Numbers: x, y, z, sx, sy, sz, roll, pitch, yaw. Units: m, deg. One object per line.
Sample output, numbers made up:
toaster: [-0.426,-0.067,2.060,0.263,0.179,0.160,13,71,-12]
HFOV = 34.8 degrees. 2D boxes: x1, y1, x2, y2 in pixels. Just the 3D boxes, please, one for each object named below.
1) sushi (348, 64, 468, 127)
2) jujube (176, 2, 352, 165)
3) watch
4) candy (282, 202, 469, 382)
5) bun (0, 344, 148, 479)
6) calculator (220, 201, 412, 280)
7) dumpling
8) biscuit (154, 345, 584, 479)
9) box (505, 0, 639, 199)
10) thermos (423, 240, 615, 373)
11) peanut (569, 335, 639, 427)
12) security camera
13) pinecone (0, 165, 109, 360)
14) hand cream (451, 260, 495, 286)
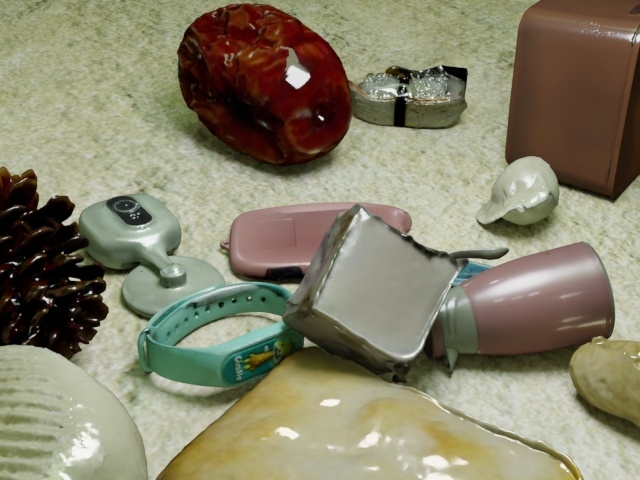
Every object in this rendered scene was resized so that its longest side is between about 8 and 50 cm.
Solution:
sushi: [0.168,-0.288,2.114,0.273,0.134,0.109,2,58,-15]
jujube: [-0.107,-0.299,1.950,0.276,0.276,0.377,-16,37,-29]
watch: [-0.134,0.127,1.414,0.237,0.068,0.195,-21,31,-32]
candy: [0.069,0.072,1.350,0.185,0.137,0.195,30,67,-9]
bun: [-0.336,0.278,1.018,0.365,0.219,0.365,-12,32,7]
calculator: [0.000,0.000,1.674,0.329,0.048,0.220,-2,33,-4]
dumpling: [0.343,-0.075,1.788,0.155,0.181,0.111,-25,70,8]
biscuit: [0.034,0.298,1.126,0.429,0.104,0.446,18,31,27]
box: [0.500,-0.283,1.913,0.229,0.339,0.239,17,34,27]
thermos: [0.262,0.087,1.458,0.265,0.146,0.176,-11,64,-5]
peanut: [0.439,0.205,1.315,0.101,0.117,0.263,-41,51,-21]
security camera: [-0.263,0.020,1.593,0.157,0.080,0.301,-18,40,-31]
pinecone: [-0.403,0.046,1.389,0.246,0.246,0.292,-27,58,-40]
hand cream: [0.287,0.067,1.599,0.224,0.048,0.083,13,33,25]
